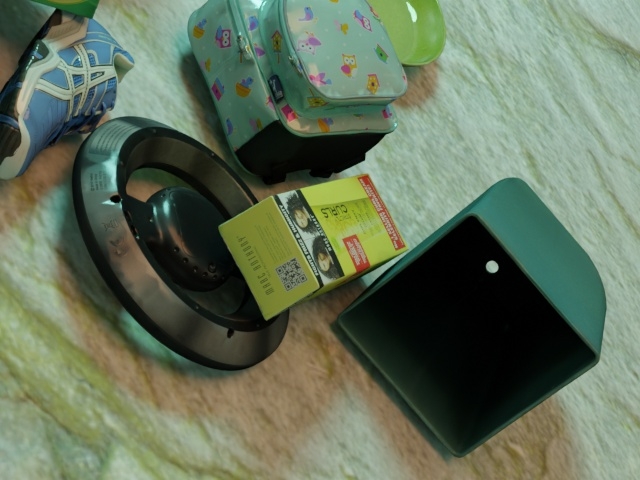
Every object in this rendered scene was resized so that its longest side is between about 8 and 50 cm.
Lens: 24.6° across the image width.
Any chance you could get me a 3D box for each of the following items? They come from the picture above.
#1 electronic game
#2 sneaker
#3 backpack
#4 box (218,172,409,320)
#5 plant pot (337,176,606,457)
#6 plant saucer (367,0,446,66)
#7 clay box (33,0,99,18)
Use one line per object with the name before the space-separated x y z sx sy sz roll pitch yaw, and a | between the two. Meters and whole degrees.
electronic game | -0.107 0.000 1.177 0.229 0.048 0.229 38 34 -31
sneaker | -0.202 -0.115 1.149 0.081 0.080 0.211 36 39 -15
backpack | -0.024 -0.165 1.341 0.166 0.144 0.188 -10 63 -45
box | 0.000 0.000 1.236 0.087 0.058 0.232 62 21 5
plant pot | 0.159 0.046 1.339 0.165 0.165 0.234 49 27 -2
plant saucer | 0.037 -0.279 1.598 0.241 0.037 0.241 28 41 -28
clay box | -0.279 -0.259 1.169 0.222 0.053 0.127 15 36 -17
